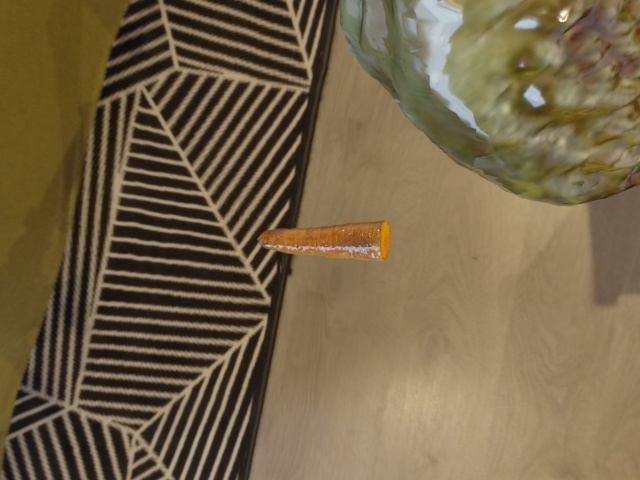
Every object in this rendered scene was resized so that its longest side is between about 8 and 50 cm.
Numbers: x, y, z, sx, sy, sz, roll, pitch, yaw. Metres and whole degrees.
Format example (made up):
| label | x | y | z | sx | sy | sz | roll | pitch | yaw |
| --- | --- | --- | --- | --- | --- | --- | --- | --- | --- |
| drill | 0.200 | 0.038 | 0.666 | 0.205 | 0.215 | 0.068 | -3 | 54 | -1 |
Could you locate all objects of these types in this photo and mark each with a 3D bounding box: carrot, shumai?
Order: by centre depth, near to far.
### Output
| label | x | y | z | sx | sy | sz | roll | pitch | yaw |
| --- | --- | --- | --- | --- | --- | --- | --- | --- | --- |
| shumai | 0.120 | -0.247 | 0.444 | 0.395 | 0.348 | 0.395 | -16 | 130 | -20 |
| carrot | 0.000 | 0.000 | 1.186 | 0.210 | 0.061 | 0.061 | 0 | 91 | 19 |
